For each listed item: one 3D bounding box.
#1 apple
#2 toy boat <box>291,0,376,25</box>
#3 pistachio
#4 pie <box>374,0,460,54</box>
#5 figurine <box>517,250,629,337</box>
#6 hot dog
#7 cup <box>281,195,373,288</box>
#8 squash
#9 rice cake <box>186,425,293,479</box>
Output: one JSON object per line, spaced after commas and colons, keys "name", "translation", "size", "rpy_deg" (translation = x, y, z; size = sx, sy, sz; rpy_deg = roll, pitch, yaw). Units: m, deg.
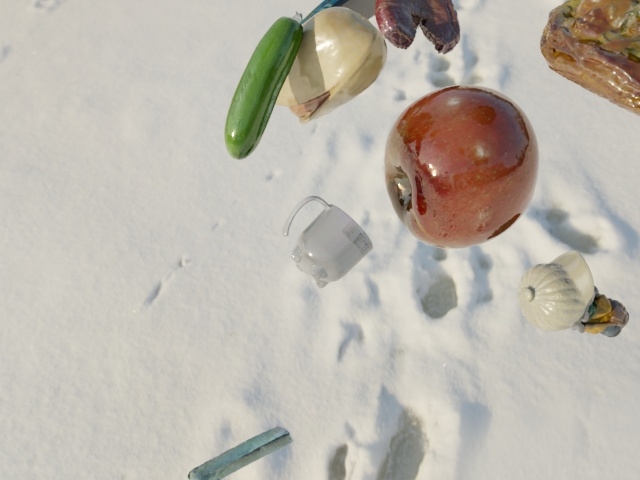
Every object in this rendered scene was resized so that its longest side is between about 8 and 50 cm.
{"name": "apple", "translation": [0.298, -0.156, 1.254], "size": [0.276, 0.349, 0.349], "rpy_deg": [-17, 42, -11]}
{"name": "toy boat", "translation": [0.054, -0.577, 1.417], "size": [0.298, 0.134, 0.092], "rpy_deg": [-37, 73, -3]}
{"name": "pistachio", "translation": [0.011, -0.355, 1.200], "size": [0.299, 0.187, 0.188], "rpy_deg": [-30, 24, 45]}
{"name": "pie", "translation": [0.231, -0.531, 1.374], "size": [0.218, 0.054, 0.205], "rpy_deg": [-13, 76, -22]}
{"name": "figurine", "translation": [0.652, 0.176, 1.509], "size": [0.204, 0.332, 0.185], "rpy_deg": [-50, 31, 0]}
{"name": "hot dog", "translation": [0.381, -0.224, 0.649], "size": [0.196, 0.122, 0.272], "rpy_deg": [-46, 60, 2]}
{"name": "cup", "translation": [0.009, 0.008, 1.214], "size": [0.142, 0.173, 0.134], "rpy_deg": [-44, 53, -9]}
{"name": "squash", "translation": [-0.115, -0.294, 1.106], "size": [0.082, 0.082, 0.293], "rpy_deg": [26, 95, 35]}
{"name": "rice cake", "translation": [-0.152, 0.416, 1.114], "size": [0.210, 0.034, 0.043], "rpy_deg": [-19, 23, -28]}
